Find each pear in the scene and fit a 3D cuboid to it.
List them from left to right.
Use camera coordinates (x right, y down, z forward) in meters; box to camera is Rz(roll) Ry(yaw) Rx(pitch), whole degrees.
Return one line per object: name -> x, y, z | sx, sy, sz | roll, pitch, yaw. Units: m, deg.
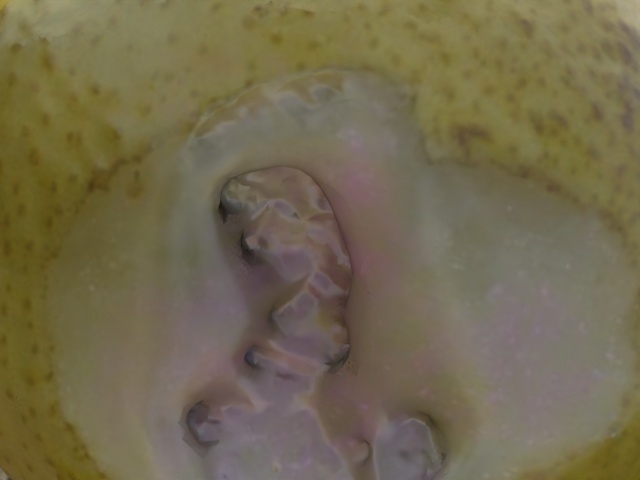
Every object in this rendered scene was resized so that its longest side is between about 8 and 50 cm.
pear -> 0.000, 0.000, 0.546 | 0.271, 0.271, 0.271 | 21, 39, -18
